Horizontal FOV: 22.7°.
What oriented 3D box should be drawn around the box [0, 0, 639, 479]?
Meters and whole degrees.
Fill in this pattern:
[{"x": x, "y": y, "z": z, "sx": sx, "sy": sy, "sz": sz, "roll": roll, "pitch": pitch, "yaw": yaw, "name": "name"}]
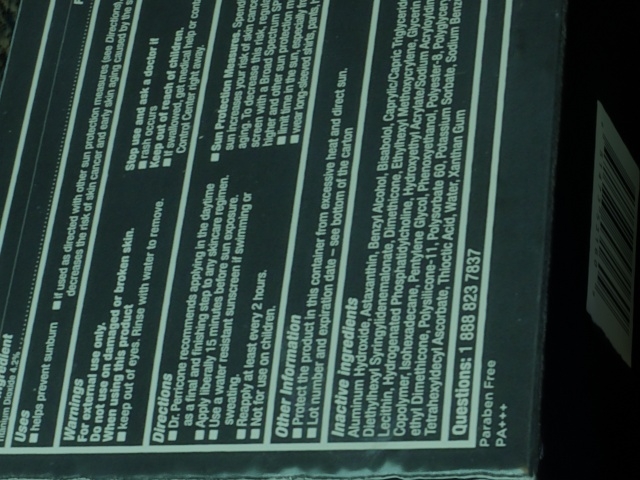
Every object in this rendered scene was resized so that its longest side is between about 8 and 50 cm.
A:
[{"x": 0.000, "y": 0.000, "z": 0.766, "sx": 0.294, "sy": 0.183, "sz": 0.296, "roll": -3, "pitch": 64, "yaw": 25, "name": "box"}]
